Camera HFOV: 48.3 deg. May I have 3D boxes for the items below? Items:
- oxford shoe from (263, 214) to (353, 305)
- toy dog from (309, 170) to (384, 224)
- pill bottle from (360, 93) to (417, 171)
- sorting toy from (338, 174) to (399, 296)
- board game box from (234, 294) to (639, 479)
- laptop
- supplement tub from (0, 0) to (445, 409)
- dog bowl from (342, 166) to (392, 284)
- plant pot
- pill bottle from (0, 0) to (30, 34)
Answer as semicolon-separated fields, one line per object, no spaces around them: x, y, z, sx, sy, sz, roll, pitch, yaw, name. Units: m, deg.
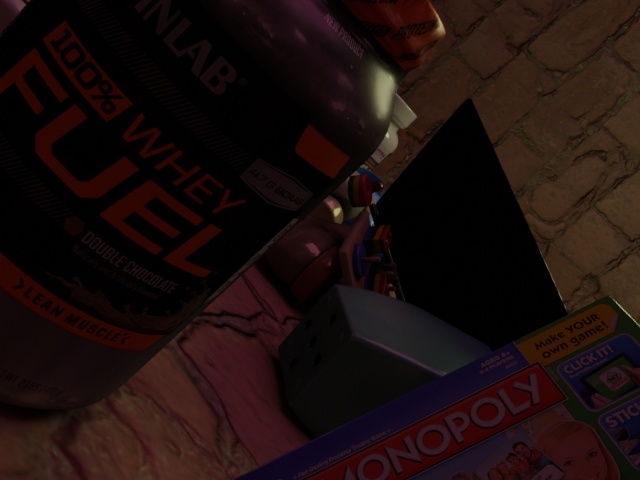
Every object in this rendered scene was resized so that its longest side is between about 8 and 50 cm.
0.000;0.000;1.123;0.130;0.123;0.348;44;11;6;oxford shoe
0.009;-0.168;1.387;0.333;0.161;0.220;47;42;-17;toy dog
0.072;-0.228;1.658;0.169;0.301;0.169;45;12;-13;pill bottle
0.076;0.051;1.011;0.132;0.046;0.274;-58;141;-59;sorting toy
0.115;0.182;0.469;0.046;0.317;0.213;65;-2;-40;board game box
0.245;0.071;1.144;0.408;0.237;0.381;45;26;-52;laptop
-0.101;-0.069;0.450;0.207;0.338;0.207;44;12;-12;supplement tub
0.120;-0.025;1.570;0.297;0.074;0.166;46;52;-6;dog bowl
0.078;0.165;0.789;0.234;0.165;0.165;33;17;-23;plant pot
-0.282;-0.177;0.697;0.119;0.119;0.208;47;12;-5;pill bottle
